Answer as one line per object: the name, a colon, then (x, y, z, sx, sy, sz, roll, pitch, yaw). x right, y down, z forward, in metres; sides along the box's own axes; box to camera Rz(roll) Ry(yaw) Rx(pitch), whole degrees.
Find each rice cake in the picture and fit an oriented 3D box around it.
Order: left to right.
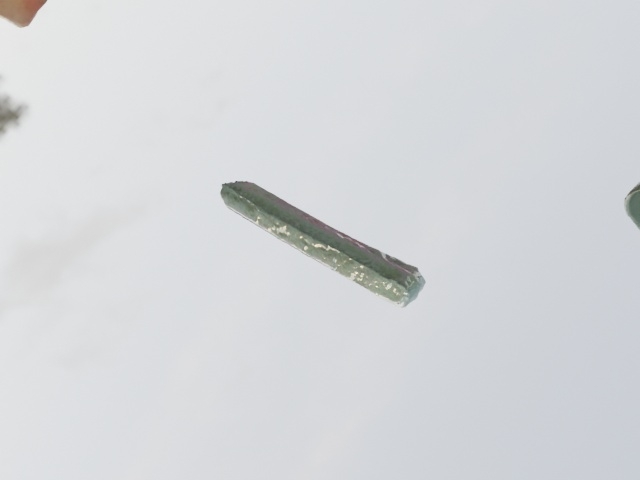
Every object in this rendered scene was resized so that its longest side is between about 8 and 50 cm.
rice cake: (-0.001, 0.000, 1.391, 0.033, 0.207, 0.033, -38, 149, -46)

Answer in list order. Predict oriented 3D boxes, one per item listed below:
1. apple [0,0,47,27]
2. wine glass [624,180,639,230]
apple: (-0.393, -0.356, 1.498, 0.252, 0.309, 0.314, -28, -139, 35)
wine glass: (0.255, -0.056, 0.932, 0.155, 0.073, 0.073, -46, -156, -17)
